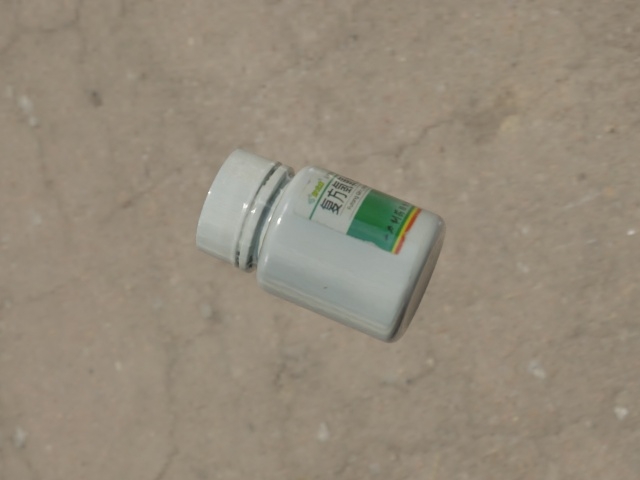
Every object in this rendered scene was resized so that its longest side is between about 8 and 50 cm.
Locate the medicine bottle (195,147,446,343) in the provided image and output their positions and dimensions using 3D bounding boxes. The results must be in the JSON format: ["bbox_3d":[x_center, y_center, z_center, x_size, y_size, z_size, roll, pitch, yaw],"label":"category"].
[{"bbox_3d":[0.000,0.000,0.849,0.130,0.080,0.080,23,117,9],"label":"medicine bottle"}]
